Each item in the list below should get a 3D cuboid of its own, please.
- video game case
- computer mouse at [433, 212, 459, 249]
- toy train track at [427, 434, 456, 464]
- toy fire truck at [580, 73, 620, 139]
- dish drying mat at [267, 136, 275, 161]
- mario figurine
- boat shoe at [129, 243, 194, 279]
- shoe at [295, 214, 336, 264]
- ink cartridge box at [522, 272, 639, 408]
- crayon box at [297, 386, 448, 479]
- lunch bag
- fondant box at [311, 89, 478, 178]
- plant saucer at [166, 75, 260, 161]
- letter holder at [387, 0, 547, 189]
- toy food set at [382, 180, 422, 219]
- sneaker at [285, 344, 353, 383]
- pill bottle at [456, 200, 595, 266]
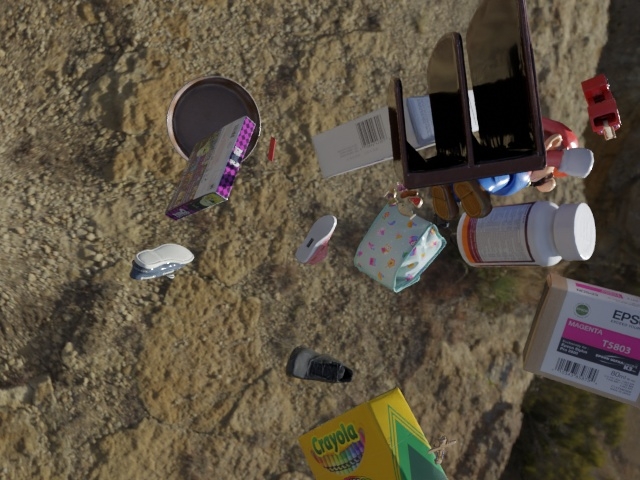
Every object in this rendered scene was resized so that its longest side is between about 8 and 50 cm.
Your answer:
[{"bbox_3d":[-0.266,-0.172,1.255,0.042,0.210,0.232,38,52,-35],"label":"video game case"},{"bbox_3d":[0.414,-0.030,1.595,0.071,0.242,0.041,-5,123,-19],"label":"computer mouse"},{"bbox_3d":[0.183,0.322,0.805,0.048,0.014,0.083,-16,134,-11],"label":"toy train track"},{"bbox_3d":[0.556,-0.247,1.023,0.192,0.047,0.135,31,50,-48],"label":"toy fire truck"},{"bbox_3d":[-0.172,-0.323,1.838,0.008,0.032,0.083,-7,123,-31],"label":"dish drying mat"},{"bbox_3d":[0.381,-0.114,1.001,0.321,0.198,0.170,-28,138,-21],"label":"mario figurine"},{"bbox_3d":[-0.501,0.074,1.655,0.079,0.095,0.254,-56,170,19],"label":"boat shoe"},{"bbox_3d":[0.000,0.000,1.621,0.178,0.063,0.081,-53,149,10],"label":"shoe"},{"bbox_3d":[0.538,0.192,1.012,0.088,0.235,0.193,-31,134,-65],"label":"ink cartridge box"},{"bbox_3d":[0.119,0.530,1.154,0.106,0.363,0.313,-17,69,-36],"label":"crayon box"},{"bbox_3d":[0.260,0.033,1.795,0.262,0.223,0.160,-53,137,-3],"label":"lunch bag"},{"bbox_3d":[0.176,-0.232,1.117,0.330,0.238,0.096,-22,97,-49],"label":"fondant box"},{"bbox_3d":[-0.358,-0.393,1.751,0.311,0.050,0.310,-7,111,-18],"label":"plant saucer"},{"bbox_3d":[0.164,-0.194,0.685,0.302,0.152,0.214,-61,142,-78],"label":"letter holder"},{"bbox_3d":[0.206,-0.109,1.290,0.078,0.122,0.019,-47,136,-3],"label":"toy food set"},{"bbox_3d":[0.004,0.411,1.689,0.286,0.130,0.109,19,83,-49],"label":"sneaker"},{"bbox_3d":[0.381,-0.011,0.978,0.121,0.221,0.121,4,85,-43],"label":"pill bottle"}]
